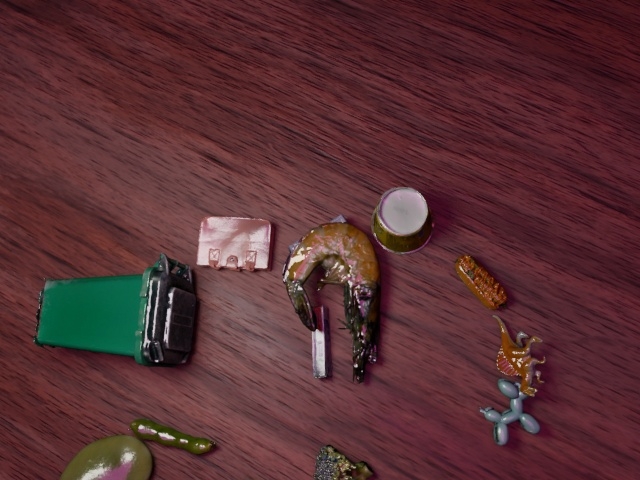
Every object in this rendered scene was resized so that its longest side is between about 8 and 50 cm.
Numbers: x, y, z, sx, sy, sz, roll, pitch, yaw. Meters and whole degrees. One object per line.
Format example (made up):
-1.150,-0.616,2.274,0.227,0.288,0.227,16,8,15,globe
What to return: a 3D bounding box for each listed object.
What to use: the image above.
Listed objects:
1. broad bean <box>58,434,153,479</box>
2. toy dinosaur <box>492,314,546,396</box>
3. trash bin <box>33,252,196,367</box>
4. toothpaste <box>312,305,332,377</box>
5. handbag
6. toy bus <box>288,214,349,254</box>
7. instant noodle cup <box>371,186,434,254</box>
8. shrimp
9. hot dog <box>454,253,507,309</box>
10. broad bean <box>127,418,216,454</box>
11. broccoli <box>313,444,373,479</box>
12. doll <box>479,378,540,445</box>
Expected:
-0.586,0.637,1.772,0.263,0.121,0.189,-24,70,-14,broad bean
0.512,0.305,1.717,0.212,0.057,0.142,31,82,43,toy dinosaur
-0.554,0.191,1.787,0.381,0.259,0.295,1,78,10,trash bin
0.003,0.281,1.802,0.040,0.047,0.196,-7,77,20,toothpaste
-0.246,0.013,1.884,0.213,0.059,0.157,3,78,7,handbag
0.000,0.000,1.847,0.191,0.075,0.064,-31,76,-1,toy bus
0.227,-0.063,1.797,0.182,0.144,0.182,-2,77,7,instant noodle cup
0.046,0.171,1.764,0.272,0.085,0.444,-9,87,-12,shrimp
0.440,0.115,1.775,0.072,0.055,0.188,-40,75,-4,hot dog
-0.407,0.543,1.791,0.256,0.052,0.052,12,41,9,broad bean
0.061,0.613,1.687,0.160,0.167,0.154,-18,109,-24,broccoli
0.500,0.438,1.694,0.159,0.059,0.158,-27,76,2,doll
